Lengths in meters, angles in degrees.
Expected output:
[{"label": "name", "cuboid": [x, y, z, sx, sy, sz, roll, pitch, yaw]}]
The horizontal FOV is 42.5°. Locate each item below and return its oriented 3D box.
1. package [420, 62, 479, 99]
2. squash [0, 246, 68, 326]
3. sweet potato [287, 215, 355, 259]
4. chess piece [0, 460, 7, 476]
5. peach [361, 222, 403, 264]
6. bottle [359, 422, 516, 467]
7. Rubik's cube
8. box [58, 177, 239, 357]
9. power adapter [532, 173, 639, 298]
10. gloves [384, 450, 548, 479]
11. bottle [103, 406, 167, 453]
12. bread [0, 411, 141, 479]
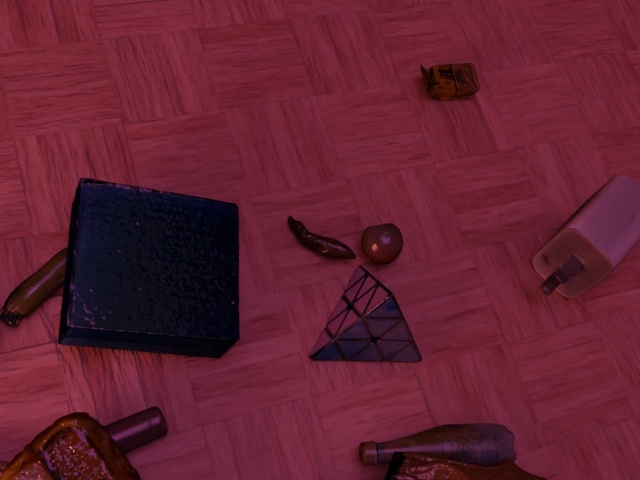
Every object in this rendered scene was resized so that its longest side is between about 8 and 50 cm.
[{"label": "package", "cuboid": [0.274, -0.343, 1.778, 0.131, 0.047, 0.071, -7, 70, -16]}, {"label": "squash", "cuboid": [-0.468, 0.072, 1.394, 0.052, 0.052, 0.183, 42, 66, 7]}, {"label": "sweet potato", "cuboid": [-0.004, 0.003, 1.552, 0.153, 0.038, 0.041, 30, 37, 9]}, {"label": "chess piece", "cuboid": [-0.536, 0.357, 1.238, 0.122, 0.066, 0.066, 8, 64, -17]}, {"label": "peach", "cuboid": [0.117, 0.006, 1.558, 0.083, 0.083, 0.083, 6, 64, -12]}, {"label": "bottle", "cuboid": [0.198, 0.358, 1.412, 0.269, 0.083, 0.083, 0, 65, -10]}, {"label": "Rubik's cube", "cuboid": [0.077, 0.143, 1.431, 0.190, 0.178, 0.211, -32, 75, -22]}, {"label": "box", "cuboid": [-0.285, 0.052, 1.393, 0.278, 0.116, 0.262, 9, 64, -23]}, {"label": "power adapter", "cuboid": [0.517, 0.013, 1.594, 0.124, 0.187, 0.255, 44, 62, 9]}, {"label": "gloves", "cuboid": [0.257, 0.450, 1.322, 0.356, 0.155, 0.203, 13, 102, -10]}, {"label": "bottle", "cuboid": [-0.316, 0.313, 1.316, 0.140, 0.053, 0.053, -20, 72, -21]}, {"label": "bread", "cuboid": [-0.362, 0.380, 1.218, 0.181, 0.096, 0.222, -35, 89, -11]}]
